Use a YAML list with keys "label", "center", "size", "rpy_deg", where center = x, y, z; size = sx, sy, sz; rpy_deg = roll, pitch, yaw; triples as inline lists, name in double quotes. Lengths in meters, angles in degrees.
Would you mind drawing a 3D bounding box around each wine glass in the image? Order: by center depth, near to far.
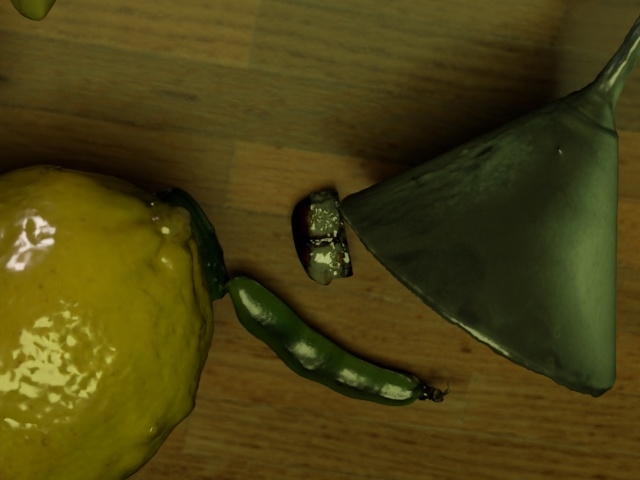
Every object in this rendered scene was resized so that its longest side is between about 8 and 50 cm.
- label: "wine glass"
  center: [0.220, -0.122, 1.134]
  size: [0.267, 0.267, 0.406]
  rpy_deg: [27, 104, -14]

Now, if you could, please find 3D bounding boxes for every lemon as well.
- label: "lemon"
  center: [-0.219, 0.078, 1.188]
  size: [0.322, 0.268, 0.268]
  rpy_deg: [-31, 112, 10]

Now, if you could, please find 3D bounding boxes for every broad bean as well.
- label: "broad bean"
  center: [0.007, 0.098, 1.323]
  size: [0.227, 0.039, 0.069]
  rpy_deg: [26, 127, -15]

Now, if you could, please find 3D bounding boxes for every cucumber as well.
- label: "cucumber"
  center: [-0.121, 0.010, 1.282]
  size: [0.067, 0.035, 0.107]
  rpy_deg: [-17, 112, 6]

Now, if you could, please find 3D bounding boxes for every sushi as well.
- label: "sushi"
  center: [0.000, 0.000, 1.278]
  size: [0.046, 0.044, 0.083]
  rpy_deg: [-10, 112, 1]

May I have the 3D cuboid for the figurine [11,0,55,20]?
- label: "figurine"
  center: [-0.047, -0.325, 0.988]
  size: [0.378, 0.361, 0.266]
  rpy_deg: [-13, 90, -14]
